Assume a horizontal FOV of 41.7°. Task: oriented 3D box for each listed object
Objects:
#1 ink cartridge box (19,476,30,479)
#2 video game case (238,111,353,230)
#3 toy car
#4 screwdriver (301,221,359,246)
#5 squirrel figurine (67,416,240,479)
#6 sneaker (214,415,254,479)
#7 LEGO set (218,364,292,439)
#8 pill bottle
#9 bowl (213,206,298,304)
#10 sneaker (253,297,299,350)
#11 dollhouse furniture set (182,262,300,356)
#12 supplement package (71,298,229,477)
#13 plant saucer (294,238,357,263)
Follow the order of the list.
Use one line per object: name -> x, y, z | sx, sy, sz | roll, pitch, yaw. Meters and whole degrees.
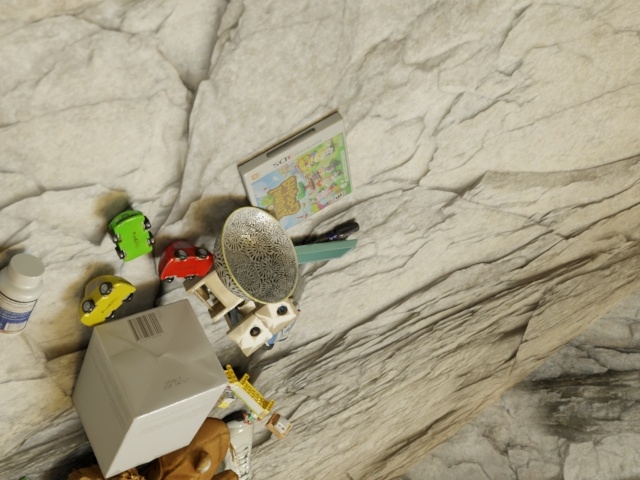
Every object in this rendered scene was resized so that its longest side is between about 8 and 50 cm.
ink cartridge box -> -0.680, 0.658, 1.648 | 0.354, 0.207, 0.119 | -30, 149, -12
video game case -> -0.036, -0.103, 1.449 | 0.193, 0.023, 0.212 | -30, 150, -11
toy car -> -0.289, 0.019, 1.322 | 0.239, 0.053, 0.225 | -27, 149, -19
screwdriver -> 0.000, 0.000, 1.644 | 0.170, 0.024, 0.025 | -21, 176, -14
squirrel figurine -> -0.348, 0.549, 1.800 | 0.397, 0.281, 0.370 | -13, 136, -42
sneaker -> -0.208, 0.538, 2.081 | 0.110, 0.118, 0.292 | -15, 143, -30
LEGO set -> -0.202, 0.356, 1.811 | 0.287, 0.132, 0.107 | 30, 117, -35
pill bottle -> -0.444, 0.078, 1.223 | 0.067, 0.067, 0.120 | -2, 136, -45
bowl -> -0.124, 0.036, 1.409 | 0.080, 0.170, 0.170 | -25, 162, 39
sneaker -> -0.101, 0.162, 1.681 | 0.081, 0.080, 0.211 | -58, 172, 12
dollhouse furniture set -> -0.150, 0.085, 1.531 | 0.129, 0.129, 0.183 | -38, 121, 0
supplement package -> -0.309, 0.264, 1.478 | 0.178, 0.175, 0.293 | -16, 155, -33
plant saucer -> -0.012, 0.026, 1.644 | 0.192, 0.018, 0.067 | -8, 159, -43
